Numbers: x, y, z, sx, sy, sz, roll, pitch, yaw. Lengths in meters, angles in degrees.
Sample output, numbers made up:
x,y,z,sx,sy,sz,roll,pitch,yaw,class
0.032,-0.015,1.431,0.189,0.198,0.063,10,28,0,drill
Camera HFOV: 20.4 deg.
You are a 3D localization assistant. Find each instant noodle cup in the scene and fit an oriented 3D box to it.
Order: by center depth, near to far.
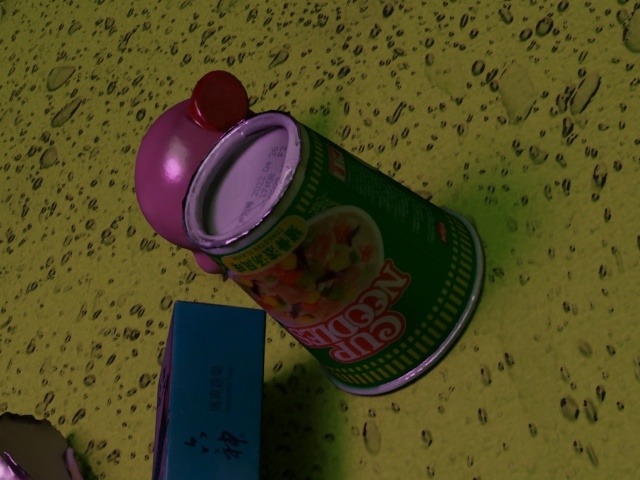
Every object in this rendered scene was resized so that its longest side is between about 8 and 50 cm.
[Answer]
x,y,z,sx,sy,sz,roll,pitch,yaw,class
0.000,0.000,1.632,0.207,0.232,0.207,-29,42,30,instant noodle cup

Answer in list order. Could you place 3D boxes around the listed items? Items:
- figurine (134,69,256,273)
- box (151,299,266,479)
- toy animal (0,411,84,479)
x,y,z,sx,sy,sz,roll,pitch,yaw,class
-0.116,-0.066,1.876,0.173,0.173,0.173,-28,43,30,figurine
-0.107,0.197,1.653,0.153,0.092,0.245,105,168,-50,box
-0.367,0.306,1.837,0.249,0.174,0.289,21,77,53,toy animal
